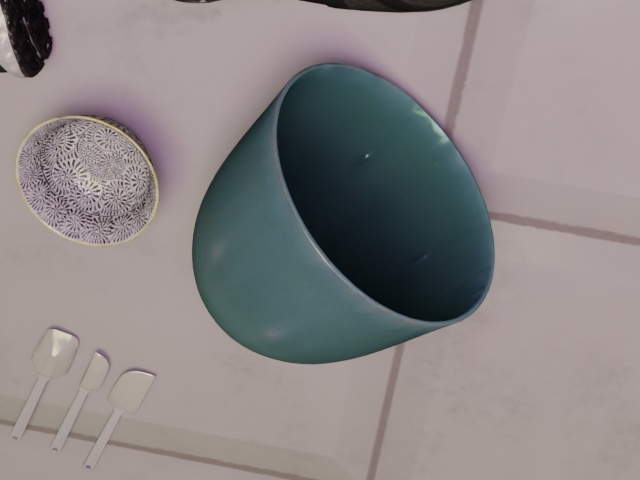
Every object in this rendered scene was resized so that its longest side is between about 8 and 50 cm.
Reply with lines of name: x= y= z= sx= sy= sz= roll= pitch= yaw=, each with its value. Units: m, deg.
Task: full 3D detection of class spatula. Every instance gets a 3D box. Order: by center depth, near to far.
spatula: x=-0.360 y=0.240 z=1.329 sx=0.168 sy=0.019 sz=0.242 roll=25 pitch=123 yaw=-13

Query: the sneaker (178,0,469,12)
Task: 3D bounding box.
sneaker: x=-0.033 y=-0.281 z=0.839 sx=0.482 sy=0.202 sz=0.185 roll=2 pitch=123 yaw=8

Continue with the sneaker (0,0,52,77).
sneaker: x=-0.371 y=-0.297 z=0.946 sx=0.107 sy=0.100 sz=0.272 roll=3 pitch=122 yaw=13

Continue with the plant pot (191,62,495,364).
plant pot: x=0.000 y=0.000 z=0.972 sx=0.293 sy=0.293 sz=0.235 roll=40 pitch=132 yaw=-16

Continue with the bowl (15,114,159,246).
bowl: x=-0.262 y=-0.085 z=1.070 sx=0.170 sy=0.080 sz=0.170 roll=4 pitch=123 yaw=6
